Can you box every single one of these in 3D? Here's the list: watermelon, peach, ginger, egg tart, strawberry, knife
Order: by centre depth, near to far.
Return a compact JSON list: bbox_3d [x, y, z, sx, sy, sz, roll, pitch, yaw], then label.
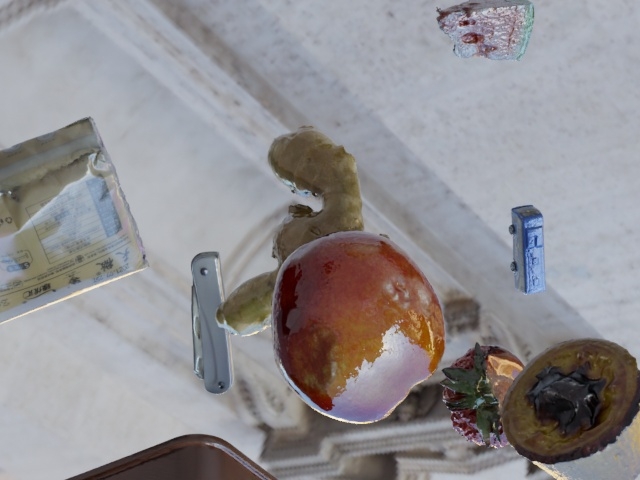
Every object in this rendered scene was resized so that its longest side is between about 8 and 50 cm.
[{"bbox_3d":[0.036,0.107,1.429,0.199,0.243,0.243,-19,-138,59],"label":"peach"},{"bbox_3d":[0.378,0.254,1.609,0.215,0.171,0.215,-25,-142,21],"label":"egg tart"},{"bbox_3d":[0.256,-0.318,1.710,0.121,0.097,0.158,10,-158,27],"label":"watermelon"},{"bbox_3d":[0.014,-0.006,1.760,0.348,0.122,0.363,8,-114,41],"label":"ginger"},{"bbox_3d":[0.276,0.242,1.837,0.098,0.174,0.228,-20,178,31],"label":"strawberry"},{"bbox_3d":[-0.200,0.151,2.051,0.073,0.265,0.040,-3,-167,0],"label":"knife"}]

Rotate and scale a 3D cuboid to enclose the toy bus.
[{"bbox_3d":[0.365,0.017,1.974,0.051,0.153,0.061,-10,-161,-15],"label":"toy bus"}]

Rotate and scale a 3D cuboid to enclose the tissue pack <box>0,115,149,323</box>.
[{"bbox_3d":[-0.364,-0.011,1.409,0.257,0.215,0.123,-20,-138,-8],"label":"tissue pack"}]

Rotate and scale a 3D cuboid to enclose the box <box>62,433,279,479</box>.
[{"bbox_3d":[-0.210,0.427,1.378,0.339,0.239,0.229,-23,-135,22],"label":"box"}]
